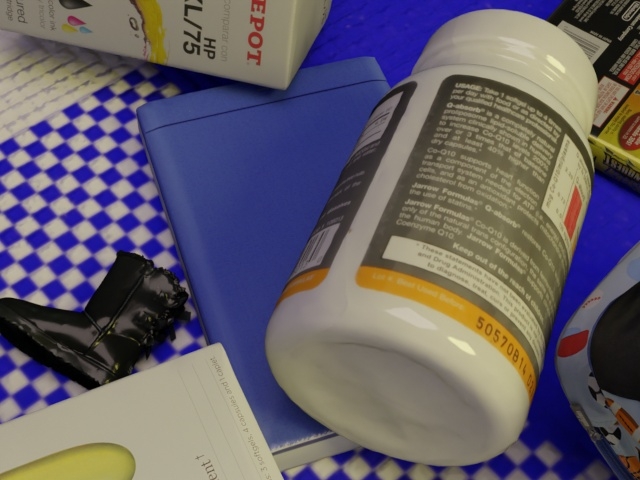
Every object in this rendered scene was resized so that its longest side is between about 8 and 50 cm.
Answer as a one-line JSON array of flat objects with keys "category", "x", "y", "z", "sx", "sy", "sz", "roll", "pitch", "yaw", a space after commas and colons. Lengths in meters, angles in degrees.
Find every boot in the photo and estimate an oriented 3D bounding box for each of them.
[{"category": "boot", "x": -0.162, "y": 0.048, "z": 0.701, "sx": 0.121, "sy": 0.045, "sz": 0.099, "roll": 29, "pitch": 61, "yaw": 7}]

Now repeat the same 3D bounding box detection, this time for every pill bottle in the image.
[{"category": "pill bottle", "x": 0.086, "y": -0.011, "z": 0.635, "sx": 0.162, "sy": 0.162, "sz": 0.278, "roll": 20, "pitch": 56, "yaw": 10}]

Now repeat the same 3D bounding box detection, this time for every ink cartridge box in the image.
[{"category": "ink cartridge box", "x": -0.122, "y": -0.277, "z": 0.811, "sx": 0.270, "sy": 0.198, "sz": 0.197, "roll": 13, "pitch": 38, "yaw": 6}]

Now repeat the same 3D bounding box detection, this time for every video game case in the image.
[{"category": "video game case", "x": 0.319, "y": -0.147, "z": 0.873, "sx": 0.248, "sy": 0.035, "sz": 0.275, "roll": 32, "pitch": 59, "yaw": 18}]

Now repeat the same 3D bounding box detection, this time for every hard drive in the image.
[{"category": "hard drive", "x": 0.000, "y": 0.000, "z": 0.747, "sx": 0.210, "sy": 0.040, "sz": 0.319, "roll": -14, "pitch": 57, "yaw": -13}]

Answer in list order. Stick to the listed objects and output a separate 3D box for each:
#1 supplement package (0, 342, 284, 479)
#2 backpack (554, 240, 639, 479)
[{"category": "supplement package", "x": -0.111, "y": 0.199, "z": 0.536, "sx": 0.203, "sy": 0.149, "sz": 0.194, "roll": -20, "pitch": 59, "yaw": -18}, {"category": "backpack", "x": 0.290, "y": 0.095, "z": 0.582, "sx": 0.276, "sy": 0.213, "sz": 0.263, "roll": -38, "pitch": 104, "yaw": -20}]
